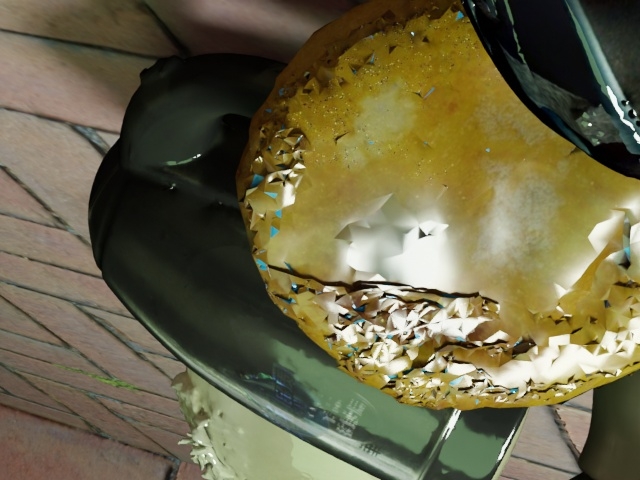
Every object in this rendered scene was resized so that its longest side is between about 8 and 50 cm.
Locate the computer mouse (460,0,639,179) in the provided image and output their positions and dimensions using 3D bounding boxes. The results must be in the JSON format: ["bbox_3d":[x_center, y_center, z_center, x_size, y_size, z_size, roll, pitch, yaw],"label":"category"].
[{"bbox_3d":[0.134,-0.086,0.647,0.233,0.096,0.137,35,179,-20],"label":"computer mouse"}]

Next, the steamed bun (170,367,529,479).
[{"bbox_3d":[0.028,0.146,1.320,0.312,0.233,0.334,17,164,16],"label":"steamed bun"}]

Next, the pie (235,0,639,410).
[{"bbox_3d":[0.087,-0.015,0.783,0.273,0.273,0.069,23,-160,-9],"label":"pie"}]

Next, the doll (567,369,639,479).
[{"bbox_3d":[0.254,0.146,0.928,0.215,0.370,0.226,19,-179,13],"label":"doll"}]

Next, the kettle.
[{"bbox_3d":[0.000,0.000,0.954,0.324,0.228,0.321,24,153,5],"label":"kettle"}]
